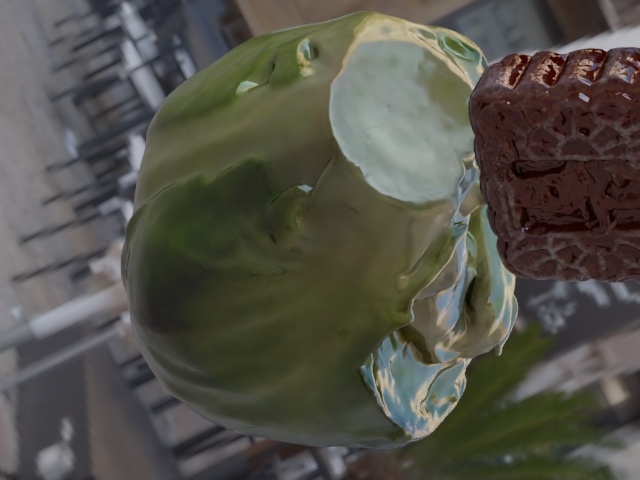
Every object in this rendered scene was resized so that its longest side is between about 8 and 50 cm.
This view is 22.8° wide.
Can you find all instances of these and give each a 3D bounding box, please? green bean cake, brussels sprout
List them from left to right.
[{"bbox_3d":[0.000,0.000,1.201,0.371,0.315,0.276,101,15,-52],"label":"brussels sprout"},{"bbox_3d":[0.156,-0.039,0.889,0.056,0.135,0.135,-59,139,-50],"label":"green bean cake"}]
